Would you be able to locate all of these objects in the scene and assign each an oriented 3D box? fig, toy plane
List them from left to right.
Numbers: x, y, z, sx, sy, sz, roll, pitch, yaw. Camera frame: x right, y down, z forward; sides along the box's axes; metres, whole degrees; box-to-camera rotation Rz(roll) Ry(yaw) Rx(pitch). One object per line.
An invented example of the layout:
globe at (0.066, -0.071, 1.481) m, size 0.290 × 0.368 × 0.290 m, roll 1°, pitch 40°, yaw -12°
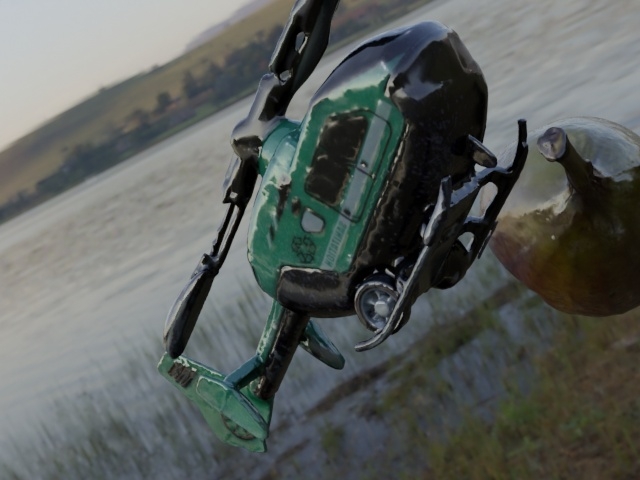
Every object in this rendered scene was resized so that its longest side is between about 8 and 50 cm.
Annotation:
toy plane at (0.000, 0.000, 0.663) m, size 0.106 × 0.155 × 0.381 m, roll -34°, pitch -26°, yaw -47°
fig at (0.198, -0.033, 0.882) m, size 0.145 × 0.170 × 0.274 m, roll -41°, pitch -19°, yaw 2°
